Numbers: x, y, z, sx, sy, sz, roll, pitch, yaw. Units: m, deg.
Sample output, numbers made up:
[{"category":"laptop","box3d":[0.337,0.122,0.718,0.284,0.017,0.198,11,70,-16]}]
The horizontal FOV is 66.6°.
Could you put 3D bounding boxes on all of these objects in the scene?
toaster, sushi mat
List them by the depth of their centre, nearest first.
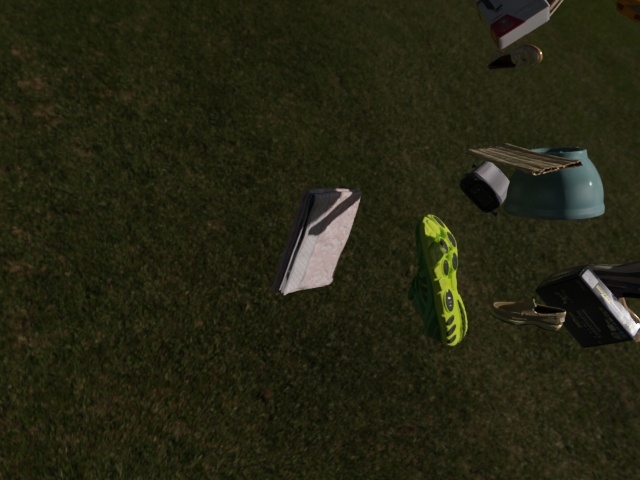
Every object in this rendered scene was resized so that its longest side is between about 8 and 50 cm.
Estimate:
[{"category":"sushi mat","box3d":[0.554,-0.232,1.361,0.151,0.019,0.316,-13,23,-12]},{"category":"toaster","box3d":[0.718,-0.228,2.086,0.227,0.129,0.146,46,59,1]}]

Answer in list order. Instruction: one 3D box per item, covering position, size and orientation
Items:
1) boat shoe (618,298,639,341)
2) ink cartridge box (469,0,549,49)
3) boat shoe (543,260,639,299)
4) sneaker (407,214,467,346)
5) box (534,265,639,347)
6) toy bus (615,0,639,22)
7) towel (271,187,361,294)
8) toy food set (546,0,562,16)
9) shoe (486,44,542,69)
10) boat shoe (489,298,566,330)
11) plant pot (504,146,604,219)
[{"category":"boat shoe","box3d":[1.049,0.241,1.759,0.103,0.092,0.285,-39,90,-4]},{"category":"ink cartridge box","box3d":[0.343,-0.443,0.901,0.135,0.099,0.056,65,20,14]},{"category":"boat shoe","box3d":[0.881,0.144,1.501,0.132,0.355,0.130,31,54,-58]},{"category":"sneaker","box3d":[0.241,0.092,1.086,0.109,0.123,0.296,-14,98,-41]},{"category":"box","box3d":[0.779,0.201,1.434,0.059,0.183,0.233,-37,86,-25]},{"category":"toy bus","box3d":[0.922,-0.680,1.303,0.332,0.130,0.108,-19,56,-15]},{"category":"towel","box3d":[0.000,0.000,1.487,0.053,0.332,0.317,26,17,26]},{"category":"toy food set","box3d":[0.707,-0.865,1.572,0.219,0.306,0.092,40,2,37]},{"category":"shoe","box3d":[0.643,-0.600,1.624,0.058,0.219,0.076,-38,114,-9]},{"category":"boat shoe","box3d":[0.550,0.184,1.294,0.190,0.072,0.068,8,35,3]},{"category":"plant pot","box3d":[0.739,-0.192,1.541,0.293,0.196,0.293,-4,16,1]}]
